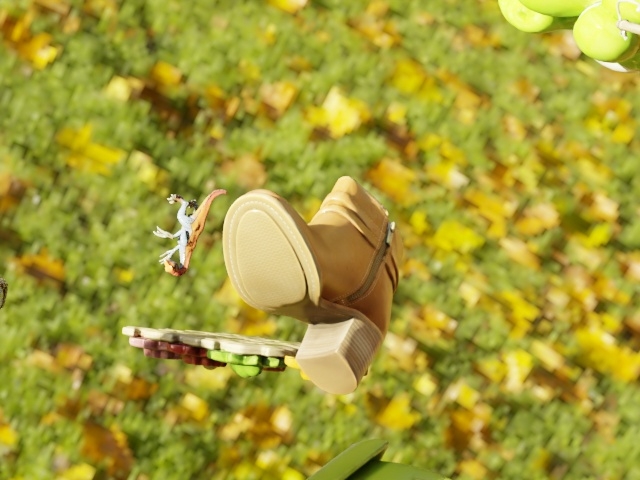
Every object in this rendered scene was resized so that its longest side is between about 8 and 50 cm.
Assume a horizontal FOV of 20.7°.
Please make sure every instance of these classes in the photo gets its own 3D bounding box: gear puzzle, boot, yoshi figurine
[{"bbox_3d":[-0.063,0.133,1.907,0.175,0.044,0.339,7,-2,-38],"label":"gear puzzle"},{"bbox_3d":[0.000,0.000,1.316,0.073,0.197,0.152,-3,42,27],"label":"boot"},{"bbox_3d":[0.261,-0.245,1.535,0.203,0.203,0.362,6,14,18],"label":"yoshi figurine"}]

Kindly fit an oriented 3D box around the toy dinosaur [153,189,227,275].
[{"bbox_3d":[-0.136,-0.006,1.780,0.047,0.090,0.082,36,37,-59],"label":"toy dinosaur"}]

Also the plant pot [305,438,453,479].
[{"bbox_3d":[0.052,0.384,2.107,0.207,0.227,0.228,37,33,17],"label":"plant pot"}]

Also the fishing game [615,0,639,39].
[{"bbox_3d":[0.200,-0.265,1.187,0.041,0.264,0.189,-15,6,0],"label":"fishing game"}]

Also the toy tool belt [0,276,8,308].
[{"bbox_3d":[-0.375,0.059,1.961,0.052,0.083,0.051,-1,52,-13],"label":"toy tool belt"}]
